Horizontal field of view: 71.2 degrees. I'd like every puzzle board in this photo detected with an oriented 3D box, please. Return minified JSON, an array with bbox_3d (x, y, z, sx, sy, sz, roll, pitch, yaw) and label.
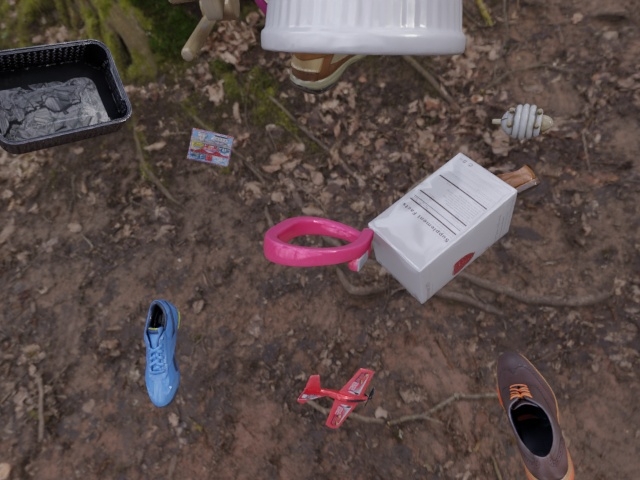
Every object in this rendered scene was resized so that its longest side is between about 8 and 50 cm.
[{"bbox_3d":[-0.342,-0.289,1.397,0.128,0.096,0.011,8,20,-26],"label":"puzzle board"}]

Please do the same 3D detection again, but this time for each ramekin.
[{"bbox_3d":[0.057,-0.314,0.586,0.273,0.127,0.273,2,24,-1],"label":"ramekin"}]

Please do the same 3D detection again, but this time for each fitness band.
[{"bbox_3d":[0.000,0.000,0.943,0.209,0.054,0.291,11,16,13],"label":"fitness band"}]

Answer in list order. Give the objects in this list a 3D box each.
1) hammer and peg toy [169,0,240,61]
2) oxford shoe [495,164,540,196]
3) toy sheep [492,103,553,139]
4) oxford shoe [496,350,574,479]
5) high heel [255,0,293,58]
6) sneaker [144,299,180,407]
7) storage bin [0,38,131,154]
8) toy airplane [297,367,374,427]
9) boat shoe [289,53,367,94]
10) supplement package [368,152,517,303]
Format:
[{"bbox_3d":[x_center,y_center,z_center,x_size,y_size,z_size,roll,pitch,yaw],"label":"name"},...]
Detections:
[{"bbox_3d":[-0.158,-0.443,0.626,0.127,0.361,0.265,-5,59,3],"label":"hammer and peg toy"},{"bbox_3d":[0.472,-0.133,1.206,0.212,0.076,0.076,-26,77,6],"label":"oxford shoe"},{"bbox_3d":[0.470,-0.277,1.041,0.132,0.091,0.091,15,54,23],"label":"toy sheep"},{"bbox_3d":[0.372,0.290,0.798,0.097,0.098,0.271,-21,29,15],"label":"oxford shoe"},{"bbox_3d":[-0.127,-0.688,1.500,0.181,0.377,0.127,-20,63,34],"label":"high heel"},{"bbox_3d":[-0.323,0.221,0.889,0.069,0.082,0.209,-6,68,3],"label":"sneaker"},{"bbox_3d":[-0.390,-0.209,0.657,0.180,0.122,0.084,-24,13,-29],"label":"storage bin"},{"bbox_3d":[0.025,0.265,0.764,0.151,0.151,0.028,-24,38,-3],"label":"toy airplane"},{"bbox_3d":[0.043,-0.454,0.979,0.123,0.120,0.324,22,59,17],"label":"boat shoe"},{"bbox_3d":[0.286,-0.028,1.062,0.293,0.177,0.175,-38,57,-9],"label":"supplement package"}]
